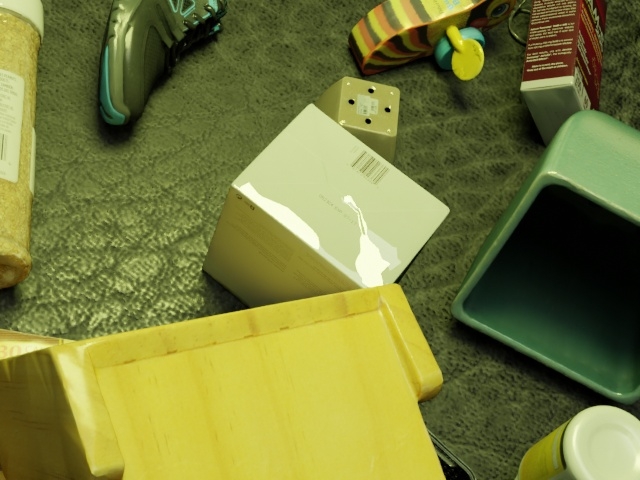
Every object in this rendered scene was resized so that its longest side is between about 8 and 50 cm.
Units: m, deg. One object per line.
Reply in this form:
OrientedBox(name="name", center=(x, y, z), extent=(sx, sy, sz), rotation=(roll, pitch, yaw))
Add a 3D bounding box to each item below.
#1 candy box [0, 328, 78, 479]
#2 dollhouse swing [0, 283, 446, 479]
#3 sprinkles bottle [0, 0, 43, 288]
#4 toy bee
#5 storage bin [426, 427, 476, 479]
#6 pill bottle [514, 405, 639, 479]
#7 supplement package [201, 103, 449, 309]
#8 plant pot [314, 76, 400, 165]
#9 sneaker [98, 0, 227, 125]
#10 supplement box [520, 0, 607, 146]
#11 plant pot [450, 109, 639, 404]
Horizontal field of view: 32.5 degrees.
OrientedBox(name="candy box", center=(-0.338, 0.244, 1.072), extent=(0.183, 0.087, 0.316), rotation=(11, 62, -11))
OrientedBox(name="dollhouse swing", center=(-0.081, 0.220, 1.002), extent=(0.347, 0.315, 0.305), rotation=(-9, 85, -35))
OrientedBox(name="sprinkles bottle", center=(-0.378, -0.125, 1.232), extent=(0.121, 0.121, 0.355), rotation=(2, 63, -14))
OrientedBox(name="toy bee", center=(0.185, -0.320, 1.461), extent=(0.298, 0.162, 0.195), rotation=(-38, 76, -28))
OrientedBox(name="storage bin", center=(0.063, 0.286, 1.160), extent=(0.122, 0.084, 0.180), rotation=(43, 62, 8))
OrientedBox(name="pill bottle", center=(0.273, 0.251, 1.175), extent=(0.103, 0.184, 0.103), rotation=(6, 62, -12))
OrientedBox(name="supplement package", center=(0.000, 0.000, 1.221), extent=(0.194, 0.203, 0.149), rotation=(39, 60, 6))
OrientedBox(name="plant pot", center=(0.049, -0.141, 1.369), extent=(0.109, 0.096, 0.109), rotation=(12, 61, -10))
OrientedBox(name="sneaker", center=(-0.185, -0.284, 1.365), extent=(0.140, 0.125, 0.341), rotation=(18, 62, -11))
OrientedBox(name="supplement box", center=(0.331, -0.260, 1.480), extent=(0.073, 0.130, 0.239), rotation=(-4, 57, 27))
OrientedBox(name="plant pot", center=(0.334, -0.011, 1.305), extent=(0.247, 0.248, 0.252), rotation=(27, 42, 0))
